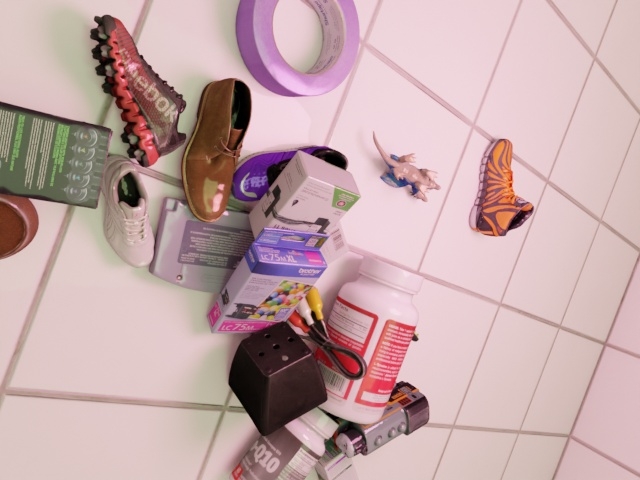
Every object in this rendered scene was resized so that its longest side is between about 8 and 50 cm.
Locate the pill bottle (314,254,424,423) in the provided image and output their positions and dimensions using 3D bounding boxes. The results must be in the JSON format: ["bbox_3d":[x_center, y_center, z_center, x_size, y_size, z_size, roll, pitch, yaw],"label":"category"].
[{"bbox_3d":[0.126,0.257,1.298,0.229,0.229,0.407,21,91,-37],"label":"pill bottle"}]

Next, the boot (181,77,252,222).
[{"bbox_3d":[-0.209,-0.187,0.991,0.112,0.115,0.305,7,91,-38],"label":"boot"}]

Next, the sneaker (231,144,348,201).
[{"bbox_3d":[-0.060,-0.160,1.105,0.293,0.146,0.102,-23,114,-28],"label":"sneaker"}]

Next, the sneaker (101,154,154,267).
[{"bbox_3d":[-0.375,-0.047,0.937,0.090,0.115,0.232,-20,113,-29],"label":"sneaker"}]

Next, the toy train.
[{"bbox_3d":[0.163,0.518,1.418,0.334,0.190,0.142,-15,110,-31],"label":"toy train"}]

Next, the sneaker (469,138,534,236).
[{"bbox_3d":[0.611,-0.164,1.546,0.125,0.180,0.321,2,102,-35],"label":"sneaker"}]

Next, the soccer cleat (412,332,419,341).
[{"bbox_3d":[0.237,0.278,1.492,0.179,0.060,0.072,38,90,-29],"label":"soccer cleat"}]

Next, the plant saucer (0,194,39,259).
[{"bbox_3d":[-0.579,-0.025,0.820,0.168,0.029,0.168,-19,133,-21],"label":"plant saucer"}]

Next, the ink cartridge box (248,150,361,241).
[{"bbox_3d":[-0.038,-0.075,1.052,0.153,0.087,0.208,16,131,-36],"label":"ink cartridge box"}]

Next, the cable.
[{"bbox_3d":[-0.008,0.241,1.197,0.139,0.287,0.072,-40,153,9],"label":"cable"}]

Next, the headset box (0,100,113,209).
[{"bbox_3d":[-0.487,-0.150,0.750,0.283,0.246,0.131,10,98,-35],"label":"headset box"}]

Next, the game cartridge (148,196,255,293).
[{"bbox_3d":[-0.232,0.022,1.096,0.294,0.060,0.196,11,93,-36],"label":"game cartridge"}]

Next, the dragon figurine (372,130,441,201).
[{"bbox_3d":[0.227,-0.191,1.333,0.289,0.144,0.085,28,88,-17],"label":"dragon figurine"}]

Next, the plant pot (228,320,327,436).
[{"bbox_3d":[-0.106,0.311,1.151,0.188,0.187,0.167,-22,132,-28],"label":"plant pot"}]

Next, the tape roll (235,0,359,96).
[{"bbox_3d":[-0.046,-0.464,1.068,0.275,0.090,0.274,-9,107,-33],"label":"tape roll"}]

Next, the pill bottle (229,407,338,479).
[{"bbox_3d":[-0.092,0.563,1.273,0.283,0.161,0.161,-50,124,-14],"label":"pill bottle"}]

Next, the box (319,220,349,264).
[{"bbox_3d":[0.000,0.000,1.227,0.102,0.087,0.101,-31,118,-24],"label":"box"}]

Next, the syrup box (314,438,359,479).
[{"bbox_3d":[0.051,0.715,1.454,0.096,0.093,0.236,-27,116,-26],"label":"syrup box"}]

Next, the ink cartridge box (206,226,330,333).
[{"bbox_3d":[-0.114,0.103,1.096,0.186,0.065,0.311,8,130,-38],"label":"ink cartridge box"}]

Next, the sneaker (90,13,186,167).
[{"bbox_3d":[-0.335,-0.286,0.912,0.135,0.098,0.276,-26,118,-26],"label":"sneaker"}]
